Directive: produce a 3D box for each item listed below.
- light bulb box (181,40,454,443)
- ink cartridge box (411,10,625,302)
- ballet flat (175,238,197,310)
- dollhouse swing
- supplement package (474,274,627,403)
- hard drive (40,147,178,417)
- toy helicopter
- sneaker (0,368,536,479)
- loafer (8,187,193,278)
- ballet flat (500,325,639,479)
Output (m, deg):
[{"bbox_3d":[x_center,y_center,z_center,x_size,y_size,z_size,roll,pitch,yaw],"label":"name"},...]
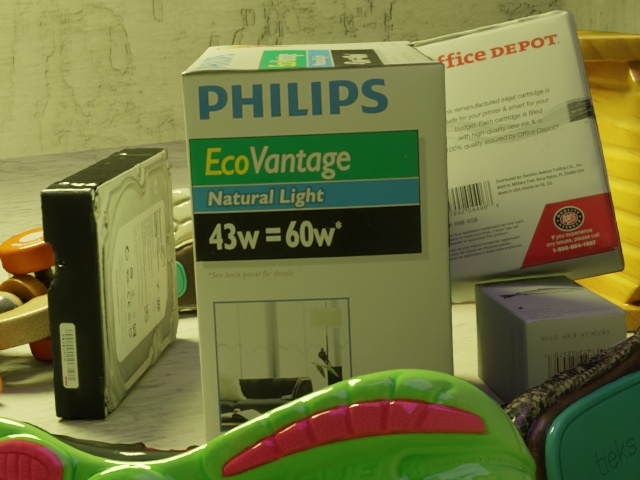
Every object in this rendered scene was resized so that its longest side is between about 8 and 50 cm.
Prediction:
[{"bbox_3d":[0.000,0.000,1.400,0.225,0.361,0.358,-3,11,0],"label":"light bulb box"},{"bbox_3d":[0.207,-0.089,1.606,0.197,0.273,0.114,-11,-16,12],"label":"ink cartridge box"},{"bbox_3d":[-0.168,0.042,1.928,0.316,0.108,0.106,-3,3,-14],"label":"ballet flat"},{"bbox_3d":[0.203,-0.074,1.789,0.305,0.347,0.315,-4,11,-15],"label":"dollhouse swing"},{"bbox_3d":[0.229,0.105,1.482,0.105,0.105,0.179,-6,11,-10],"label":"supplement package"},{"bbox_3d":[-0.220,0.034,1.609,0.064,0.237,0.339,-1,10,6],"label":"hard drive"},{"bbox_3d":[-0.435,0.108,1.657,0.355,0.140,0.235,-11,18,10],"label":"toy helicopter"},{"bbox_3d":[-0.093,0.206,0.949,0.482,0.185,0.202,-7,-27,17],"label":"sneaker"},{"bbox_3d":[-0.280,0.012,2.029,0.319,0.112,0.111,-14,-15,19],"label":"loafer"},{"bbox_3d":[0.263,0.138,1.221,0.483,0.164,0.182,-14,0,-41],"label":"ballet flat"}]
